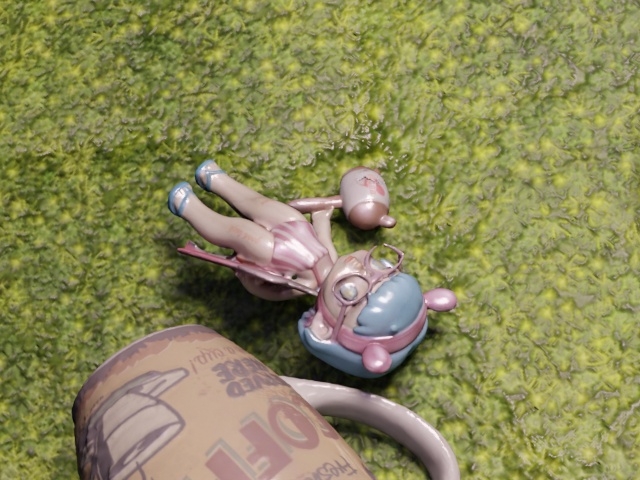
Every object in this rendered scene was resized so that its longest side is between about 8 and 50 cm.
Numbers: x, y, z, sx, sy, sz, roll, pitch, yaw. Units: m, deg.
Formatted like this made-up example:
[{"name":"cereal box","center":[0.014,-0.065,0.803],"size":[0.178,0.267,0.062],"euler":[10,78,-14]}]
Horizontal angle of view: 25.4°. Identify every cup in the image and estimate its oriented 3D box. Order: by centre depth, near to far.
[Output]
[{"name":"cup","center":[-0.042,0.186,1.110],"size":[0.301,0.227,0.257],"euler":[-18,60,-27]}]

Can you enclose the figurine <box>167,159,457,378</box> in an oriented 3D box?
[{"name":"figurine","center":[-0.006,0.012,1.222],"size":[0.260,0.103,0.205],"euler":[33,43,22]}]
